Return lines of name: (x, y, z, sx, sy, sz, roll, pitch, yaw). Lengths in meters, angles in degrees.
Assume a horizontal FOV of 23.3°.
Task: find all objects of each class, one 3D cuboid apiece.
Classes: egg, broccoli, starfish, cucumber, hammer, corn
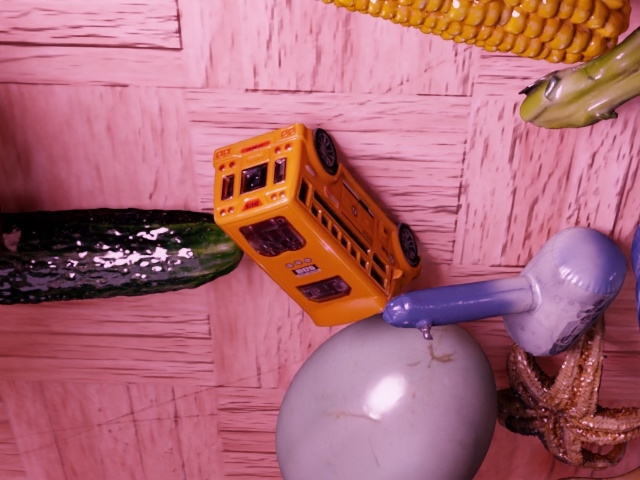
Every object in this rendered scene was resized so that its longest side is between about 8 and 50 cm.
egg: (0.054, 0.150, 1.279, 0.168, 0.168, 0.231, 18, 138, -19)
broccoli: (0.212, -0.111, 0.995, 0.118, 0.122, 0.204, 41, 145, -21)
starfish: (0.225, 0.125, 1.306, 0.146, 0.074, 0.190, 24, 141, 12)
cucumber: (-0.175, 0.011, 1.190, 0.241, 0.074, 0.074, -3, 143, 5)
hammer: (0.133, 0.046, 1.176, 0.194, 0.069, 0.116, -7, 150, -28)
corn: (0.039, -0.174, 0.902, 0.313, 0.102, 0.102, 11, 143, -11)

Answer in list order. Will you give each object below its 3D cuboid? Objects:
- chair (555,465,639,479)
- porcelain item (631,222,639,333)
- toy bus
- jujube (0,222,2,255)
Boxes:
chair: (0.341, 0.284, 1.464, 0.247, 0.172, 0.159, 47, 143, 14)
porcelain item: (0.307, 0.032, 1.149, 0.147, 0.114, 0.147, 2, 142, 2)
toy bus: (0.000, 0.000, 1.147, 0.083, 0.088, 0.194, -17, 140, 26)
jujube: (-0.347, -0.001, 1.014, 0.276, 0.276, 0.377, 6, 142, -5)
